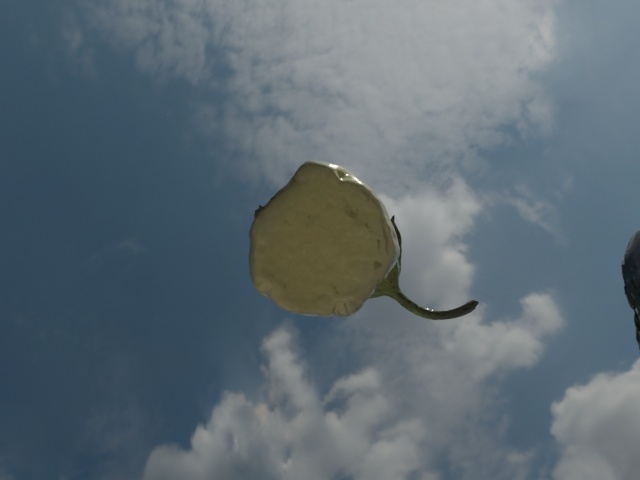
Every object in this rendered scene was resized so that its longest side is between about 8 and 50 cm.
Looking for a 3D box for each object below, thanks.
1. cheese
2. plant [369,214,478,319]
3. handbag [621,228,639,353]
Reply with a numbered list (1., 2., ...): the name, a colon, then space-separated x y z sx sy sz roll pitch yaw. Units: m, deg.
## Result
1. cheese: 0.000 0.000 1.105 0.317 0.115 0.327 -8 -88 7
2. plant: 0.162 0.100 1.255 0.251 0.333 0.180 -45 -26 4
3. handbag: 0.318 0.126 0.243 0.247 0.341 0.240 -24 -62 24
